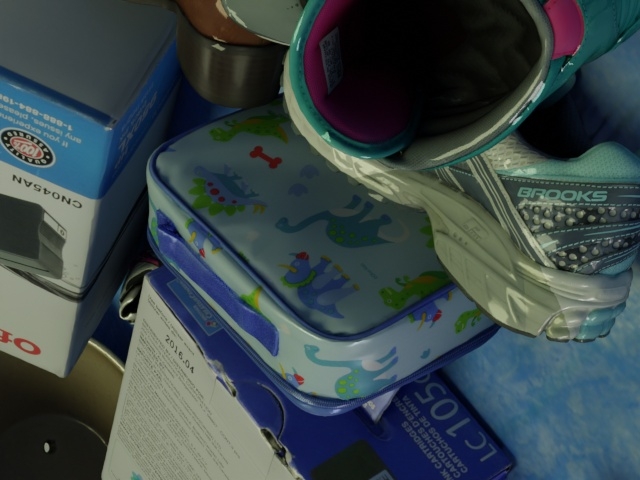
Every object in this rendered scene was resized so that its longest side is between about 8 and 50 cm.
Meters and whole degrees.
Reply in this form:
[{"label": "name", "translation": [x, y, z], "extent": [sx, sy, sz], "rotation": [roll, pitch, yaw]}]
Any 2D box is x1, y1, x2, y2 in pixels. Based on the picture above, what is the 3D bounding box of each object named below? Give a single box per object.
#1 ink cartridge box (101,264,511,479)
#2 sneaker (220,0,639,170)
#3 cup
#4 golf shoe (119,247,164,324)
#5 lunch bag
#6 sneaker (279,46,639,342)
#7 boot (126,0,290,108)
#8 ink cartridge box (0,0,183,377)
[{"label": "ink cartridge box", "translation": [-0.023, 0.166, 1.107], "extent": [0.270, 0.151, 0.395], "rotation": [50, 149, 21]}, {"label": "sneaker", "translation": [0.025, -0.112, 0.708], "extent": [0.295, 0.178, 0.124], "rotation": [0, 121, 41]}, {"label": "cup", "translation": [-0.311, 0.259, 1.538], "extent": [0.331, 0.331, 0.237], "rotation": [58, 176, 11]}, {"label": "golf shoe", "translation": [-0.153, 0.042, 1.288], "extent": [0.067, 0.086, 0.186], "rotation": [62, 152, 0]}, {"label": "lunch bag", "translation": [0.000, 0.000, 0.910], "extent": [0.219, 0.176, 0.090], "rotation": [41, 144, 33]}, {"label": "sneaker", "translation": [0.088, -0.069, 0.819], "extent": [0.283, 0.110, 0.122], "rotation": [44, 123, 36]}, {"label": "boot", "translation": [-0.079, -0.266, 0.913], "extent": [0.264, 0.096, 0.280], "rotation": [-118, 30, -46]}, {"label": "ink cartridge box", "translation": [-0.287, -0.087, 1.202], "extent": [0.285, 0.166, 0.395], "rotation": [24, 145, 1]}]
